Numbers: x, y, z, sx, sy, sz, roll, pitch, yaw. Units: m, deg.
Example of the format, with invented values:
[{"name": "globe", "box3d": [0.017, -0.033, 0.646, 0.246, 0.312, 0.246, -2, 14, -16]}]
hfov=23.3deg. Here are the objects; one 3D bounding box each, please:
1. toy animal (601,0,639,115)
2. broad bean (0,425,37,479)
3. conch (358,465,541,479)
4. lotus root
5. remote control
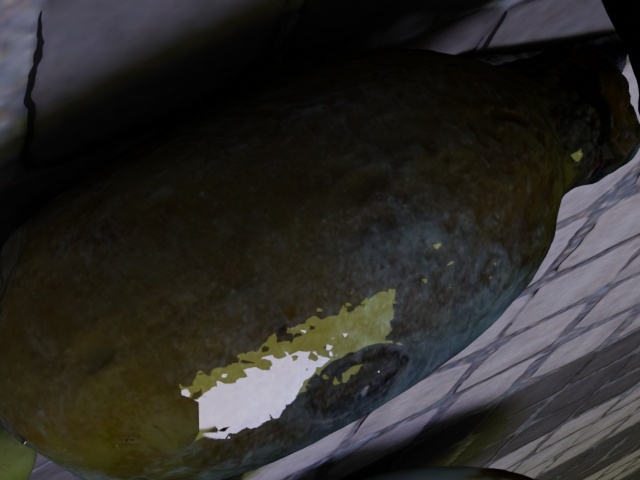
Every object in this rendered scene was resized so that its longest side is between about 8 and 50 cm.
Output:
[{"name": "toy animal", "box3d": [0.125, -0.049, 0.313, 0.116, 0.179, 0.218, -35, -174, -7]}, {"name": "broad bean", "box3d": [-0.126, 0.086, 0.508, 0.063, 0.045, 0.083, -10, 145, -52]}, {"name": "conch", "box3d": [0.040, 0.240, 0.967, 0.249, 0.197, 0.368, -67, 160, -9]}, {"name": "lotus root", "box3d": [0.000, 0.000, 0.410, 0.192, 0.088, 0.113, -29, 179, -11]}, {"name": "remote control", "box3d": [0.066, -0.048, 0.509, 0.096, 0.014, 0.039, -13, 155, -43]}]
